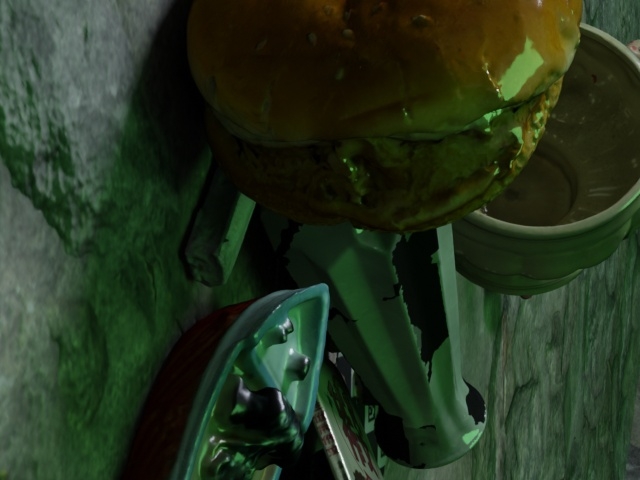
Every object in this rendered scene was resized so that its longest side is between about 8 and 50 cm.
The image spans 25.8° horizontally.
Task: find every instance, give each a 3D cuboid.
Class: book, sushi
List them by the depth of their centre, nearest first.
[{"bbox_3d":[0.030,0.198,1.251,0.162,0.022,0.232,55,12,-60],"label":"book"},{"bbox_3d":[0.081,0.121,1.505,0.219,0.047,0.231,63,35,-53],"label":"sushi"}]

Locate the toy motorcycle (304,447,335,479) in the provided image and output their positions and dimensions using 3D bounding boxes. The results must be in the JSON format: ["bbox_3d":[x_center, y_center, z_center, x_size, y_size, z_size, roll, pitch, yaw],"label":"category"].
[{"bbox_3d":[0.011,0.360,1.238,0.223,0.108,0.341,20,65,-81],"label":"toy motorcycle"}]

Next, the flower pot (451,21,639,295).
[{"bbox_3d":[0.231,-0.082,1.592,0.244,0.307,0.307,88,12,-65],"label":"flower pot"}]

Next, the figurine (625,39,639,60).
[{"bbox_3d":[0.324,-0.208,1.751,0.187,0.315,0.168,52,44,-61],"label":"figurine"}]

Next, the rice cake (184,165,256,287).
[{"bbox_3d":[-0.063,-0.051,1.118,0.047,0.036,0.207,86,17,-51],"label":"rice cake"}]

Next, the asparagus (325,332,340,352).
[{"bbox_3d":[0.000,0.000,1.308,0.024,0.025,0.248,-22,121,-21],"label":"asparagus"}]

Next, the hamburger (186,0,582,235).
[{"bbox_3d":[0.050,-0.157,1.045,0.170,0.290,0.314,76,24,-43],"label":"hamburger"}]

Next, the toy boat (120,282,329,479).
[{"bbox_3d":[-0.054,0.169,1.018,0.145,0.133,0.332,66,32,-48],"label":"toy boat"}]

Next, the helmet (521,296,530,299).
[{"bbox_3d":[0.272,0.040,2.004,0.111,0.057,0.089,6,83,-65],"label":"helmet"}]

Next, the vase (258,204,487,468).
[{"bbox_3d":[0.062,0.057,1.265,0.360,0.165,0.165,69,30,-41],"label":"vase"}]
